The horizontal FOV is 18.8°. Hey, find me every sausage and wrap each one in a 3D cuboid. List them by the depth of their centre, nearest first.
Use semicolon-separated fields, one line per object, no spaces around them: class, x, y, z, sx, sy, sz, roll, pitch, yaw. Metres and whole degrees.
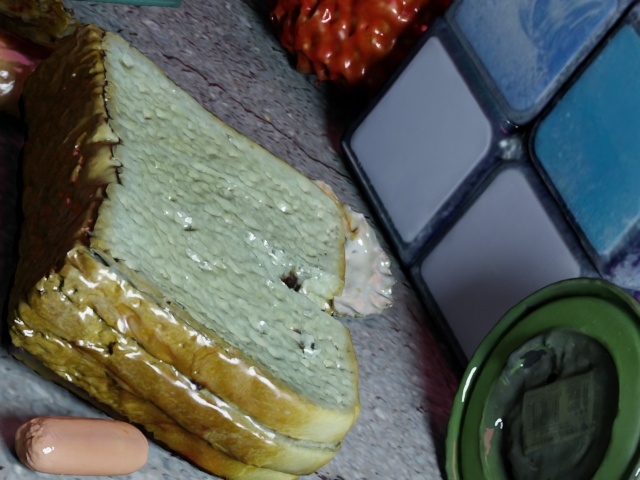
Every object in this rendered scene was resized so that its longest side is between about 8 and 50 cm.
sausage;-0.137;0.118;1.111;0.083;0.034;0.034;9;40;-44

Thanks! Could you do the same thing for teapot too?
teapot;0.274;0.198;1.369;0.337;0.200;0.270;23;57;-33

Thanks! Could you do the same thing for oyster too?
oyster;0.000;0.000;1.451;0.146;0.045;0.121;40;23;-16

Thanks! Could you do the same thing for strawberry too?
strawberry;0.129;-0.279;1.707;0.312;0.351;0.267;6;34;-40

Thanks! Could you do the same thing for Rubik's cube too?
Rubik's cube;0.260;-0.054;1.561;0.313;0.318;0.316;11;41;-40

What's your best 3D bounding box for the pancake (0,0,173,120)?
pancake;-0.214;-0.142;1.380;0.212;0.056;0.257;45;27;11

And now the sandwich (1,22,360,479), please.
sandwich;-0.084;0.018;1.247;0.249;0.095;0.273;36;27;-27

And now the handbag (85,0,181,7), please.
handbag;-0.243;-0.286;1.451;0.269;0.100;0.274;41;20;25
